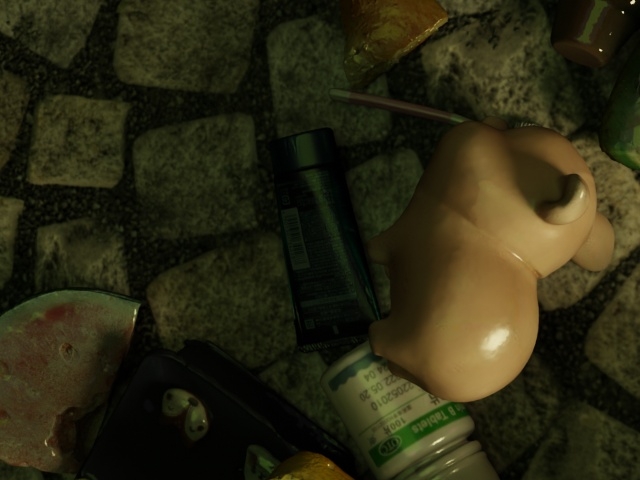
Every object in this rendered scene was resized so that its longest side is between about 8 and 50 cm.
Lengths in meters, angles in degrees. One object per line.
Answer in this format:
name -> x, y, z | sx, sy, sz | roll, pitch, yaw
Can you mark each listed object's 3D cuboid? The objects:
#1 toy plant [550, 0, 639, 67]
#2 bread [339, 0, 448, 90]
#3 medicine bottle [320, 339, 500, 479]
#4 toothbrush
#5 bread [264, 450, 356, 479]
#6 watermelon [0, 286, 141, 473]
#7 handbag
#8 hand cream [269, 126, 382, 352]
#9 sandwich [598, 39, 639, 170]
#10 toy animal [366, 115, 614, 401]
toy plant -> 0.334, -0.299, 1.776 | 0.143, 0.105, 0.200 | 21, 78, 33
bread -> 0.090, -0.266, 1.894 | 0.136, 0.054, 0.154 | -4, 88, 19
medicine bottle -> 0.111, 0.228, 1.812 | 0.139, 0.139, 0.237 | -36, 73, 16
toothbrush -> 0.141, -0.154, 1.885 | 0.286, 0.020, 0.025 | 14, 84, 21
bread -> 0.038, 0.337, 1.747 | 0.245, 0.094, 0.102 | 36, 109, 11
watermelon -> -0.344, 0.183, 2.024 | 0.318, 0.148, 0.226 | -36, 93, 3
handbag -> -0.153, 0.328, 1.926 | 0.303, 0.122, 0.329 | 36, 102, 19
hand cream -> 0.000, 0.000, 1.917 | 0.120, 0.061, 0.271 | -11, 88, 22
sandwich -> 0.456, -0.130, 1.683 | 0.301, 0.162, 0.250 | 43, 107, 21
toy animal -> 0.184, 0.016, 1.729 | 0.269, 0.237, 0.326 | -6, 69, 16
